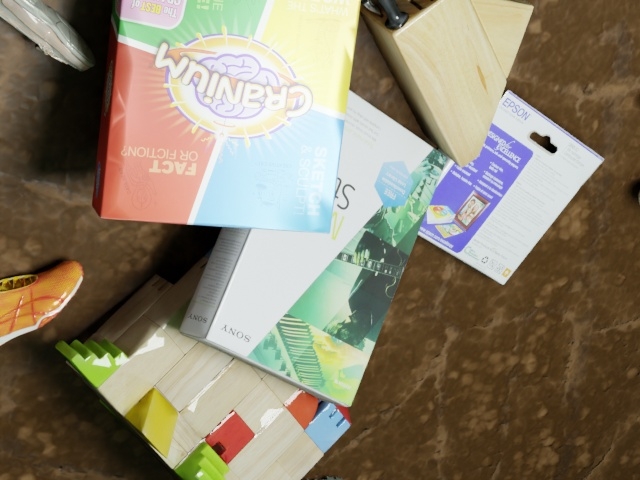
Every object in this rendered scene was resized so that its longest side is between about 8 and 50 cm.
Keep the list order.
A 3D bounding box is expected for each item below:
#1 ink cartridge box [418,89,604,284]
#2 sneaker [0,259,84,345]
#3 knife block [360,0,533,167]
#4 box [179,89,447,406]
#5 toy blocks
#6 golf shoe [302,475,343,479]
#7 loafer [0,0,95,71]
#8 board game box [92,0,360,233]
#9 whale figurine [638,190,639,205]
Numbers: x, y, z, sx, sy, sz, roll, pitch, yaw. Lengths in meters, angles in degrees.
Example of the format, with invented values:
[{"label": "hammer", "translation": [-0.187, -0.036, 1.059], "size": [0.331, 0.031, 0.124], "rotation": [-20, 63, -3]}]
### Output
[{"label": "ink cartridge box", "translation": [0.221, -0.068, 1.742], "size": [0.206, 0.045, 0.208], "rotation": [29, 104, -39]}, {"label": "sneaker", "translation": [-0.335, 0.068, 1.510], "size": [0.175, 0.064, 0.067], "rotation": [-31, 120, -12]}, {"label": "knife block", "translation": [0.098, -0.227, 1.544], "size": [0.242, 0.088, 0.275], "rotation": [3, 118, -30]}, {"label": "box", "translation": [0.000, 0.000, 1.575], "size": [0.232, 0.058, 0.322], "rotation": [29, 79, -39]}, {"label": "toy blocks", "translation": [-0.100, 0.156, 1.642], "size": [0.261, 0.191, 0.381], "rotation": [-45, 123, -14]}, {"label": "golf shoe", "translation": [-0.044, 0.391, 1.846], "size": [0.273, 0.120, 0.105], "rotation": [-7, 121, -27]}, {"label": "loafer", "translation": [-0.275, -0.208, 1.381], "size": [0.039, 0.045, 0.125], "rotation": [-34, 126, 16]}, {"label": "board game box", "translation": [-0.090, -0.172, 1.404], "size": [0.242, 0.064, 0.316], "rotation": [3, 103, -17]}, {"label": "whale figurine", "translation": [0.515, -0.096, 1.826], "size": [0.216, 0.141, 0.272], "rotation": [-33, 130, -6]}]
